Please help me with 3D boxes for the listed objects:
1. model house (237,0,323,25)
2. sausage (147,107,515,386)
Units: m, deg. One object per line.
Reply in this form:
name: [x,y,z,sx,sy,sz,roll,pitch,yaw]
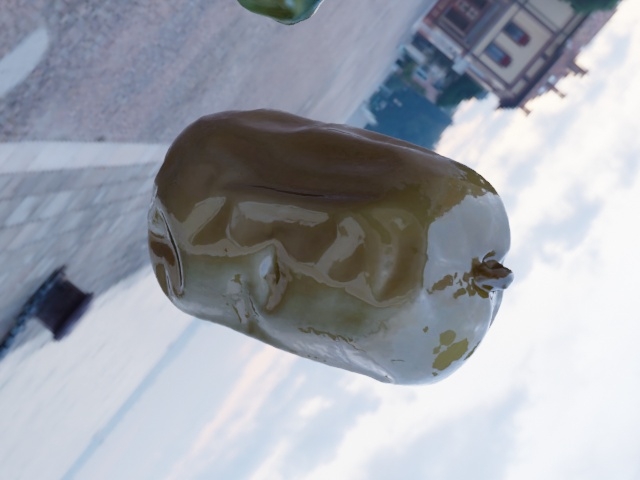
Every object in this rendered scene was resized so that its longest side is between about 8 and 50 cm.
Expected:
model house: [0.038,-0.186,0.351,0.268,0.239,0.173,-36,165,13]
sausage: [0.000,0.000,0.557,0.120,0.241,0.136,-8,115,-56]
